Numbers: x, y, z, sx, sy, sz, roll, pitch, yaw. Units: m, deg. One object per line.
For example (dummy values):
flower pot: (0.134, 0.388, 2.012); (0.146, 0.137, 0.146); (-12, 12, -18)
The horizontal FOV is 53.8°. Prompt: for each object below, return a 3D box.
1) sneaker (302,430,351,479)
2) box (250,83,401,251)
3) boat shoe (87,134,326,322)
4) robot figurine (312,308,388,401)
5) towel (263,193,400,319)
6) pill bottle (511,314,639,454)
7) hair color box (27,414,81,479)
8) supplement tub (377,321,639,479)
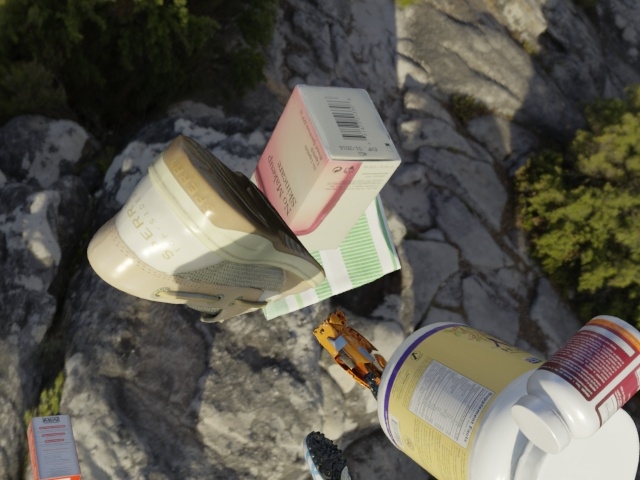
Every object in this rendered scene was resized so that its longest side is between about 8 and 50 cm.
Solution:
sneaker: (0.025, 0.464, 1.145); (0.085, 0.086, 0.237); (-10, 67, -54)
box: (-0.004, -0.104, 0.973); (0.127, 0.232, 0.148); (-4, 57, -31)
boat shoe: (-0.074, 0.010, 0.499); (0.098, 0.302, 0.109); (-40, 78, 3)
robot figurine: (0.112, 0.291, 1.482); (0.291, 0.211, 0.085); (43, 95, 6)
towel: (0.000, 0.000, 1.349); (0.325, 0.038, 0.248); (-18, 93, -20)
pill bottle: (0.283, 0.157, 0.685); (0.152, 0.086, 0.086); (-35, 87, -18)
hair color box: (-0.485, 0.385, 1.144); (0.072, 0.043, 0.141); (5, 32, -33)
supplement tub: (0.267, 0.278, 0.953); (0.241, 0.331, 0.241); (-7, 104, -28)
